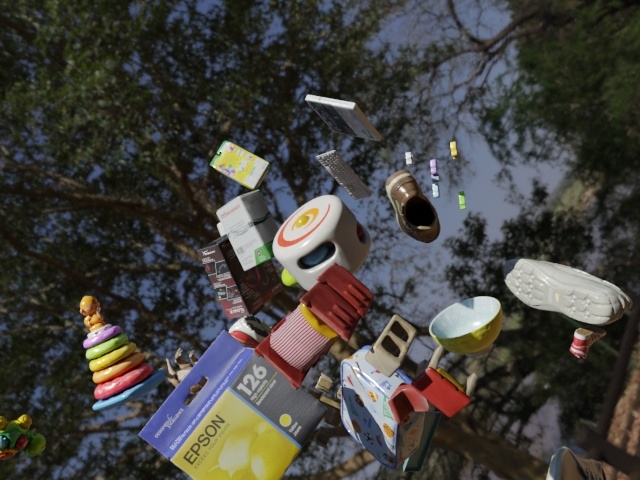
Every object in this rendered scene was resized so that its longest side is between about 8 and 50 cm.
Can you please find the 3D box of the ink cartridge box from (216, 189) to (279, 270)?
[{"bbox_3d":[-0.210,-0.031,1.967,0.087,0.208,0.153,-27,2,-41],"label":"ink cartridge box"}]

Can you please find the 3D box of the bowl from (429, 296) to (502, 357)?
[{"bbox_3d":[0.587,0.359,2.497,0.289,0.156,0.289,-26,14,7],"label":"bowl"}]

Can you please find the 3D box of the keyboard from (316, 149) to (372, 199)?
[{"bbox_3d":[0.082,-0.216,2.165,0.256,0.072,0.014,44,-144,-43],"label":"keyboard"}]

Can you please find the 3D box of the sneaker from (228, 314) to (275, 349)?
[{"bbox_3d":[-0.179,0.318,1.939,0.118,0.107,0.279,-37,-49,12],"label":"sneaker"}]

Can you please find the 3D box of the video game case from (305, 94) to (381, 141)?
[{"bbox_3d":[0.069,-0.358,1.881,0.190,0.173,0.022,37,-106,-54],"label":"video game case"}]

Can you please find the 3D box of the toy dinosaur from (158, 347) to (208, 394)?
[{"bbox_3d":[-0.421,0.475,2.165,0.200,0.295,0.127,57,-133,-33],"label":"toy dinosaur"}]

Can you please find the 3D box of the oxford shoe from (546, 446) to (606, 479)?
[{"bbox_3d":[0.735,0.690,1.845,0.449,0.130,0.169,27,-101,-55],"label":"oxford shoe"}]

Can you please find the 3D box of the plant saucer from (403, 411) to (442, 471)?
[{"bbox_3d":[0.289,0.574,1.843,0.067,0.018,0.192,12,-80,-33],"label":"plant saucer"}]

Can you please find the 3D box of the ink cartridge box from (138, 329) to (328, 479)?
[{"bbox_3d":[-0.187,0.407,1.441,0.303,0.307,0.072,-52,5,-23],"label":"ink cartridge box"}]

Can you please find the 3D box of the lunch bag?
[{"bbox_3d":[0.148,0.418,1.642,0.115,0.243,0.303,-26,-45,-30],"label":"lunch bag"}]

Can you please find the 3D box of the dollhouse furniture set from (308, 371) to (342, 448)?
[{"bbox_3d":[-0.038,0.544,2.175,0.212,0.242,0.161,-64,1,-8],"label":"dollhouse furniture set"}]

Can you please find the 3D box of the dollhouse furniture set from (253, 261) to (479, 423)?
[{"bbox_3d":[0.087,0.243,1.249,0.201,0.374,0.152,-53,-3,38],"label":"dollhouse furniture set"}]

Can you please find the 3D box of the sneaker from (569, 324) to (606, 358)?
[{"bbox_3d":[0.635,0.242,1.534,0.118,0.042,0.067,-2,-70,-39],"label":"sneaker"}]

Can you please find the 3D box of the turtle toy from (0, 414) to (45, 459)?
[{"bbox_3d":[-0.584,0.378,1.217,0.095,0.066,0.130,-38,-32,27],"label":"turtle toy"}]

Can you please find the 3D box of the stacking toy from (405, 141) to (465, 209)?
[{"bbox_3d":[0.375,-0.200,2.100,0.052,0.167,0.221,19,-117,-71],"label":"stacking toy"}]

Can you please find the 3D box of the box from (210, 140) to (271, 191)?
[{"bbox_3d":[-0.266,-0.248,2.125,0.105,0.179,0.043,-59,-10,-6],"label":"box"}]

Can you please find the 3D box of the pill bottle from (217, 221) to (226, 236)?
[{"bbox_3d":[-0.317,0.018,2.595,0.131,0.229,0.131,-21,1,1],"label":"pill bottle"}]

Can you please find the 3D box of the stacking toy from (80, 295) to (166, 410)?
[{"bbox_3d":[-0.569,0.288,1.724,0.165,0.302,0.175,-23,4,29],"label":"stacking toy"}]

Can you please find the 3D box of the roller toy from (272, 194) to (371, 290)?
[{"bbox_3d":[0.000,0.000,1.396,0.146,0.191,0.209,49,-118,-25],"label":"roller toy"}]

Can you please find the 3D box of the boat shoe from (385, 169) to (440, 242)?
[{"bbox_3d":[0.226,-0.053,1.490,0.095,0.095,0.257,-38,-40,7],"label":"boat shoe"}]

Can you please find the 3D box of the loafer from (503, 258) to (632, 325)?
[{"bbox_3d":[0.561,0.112,1.492,0.111,0.319,0.112,-8,-69,-28],"label":"loafer"}]

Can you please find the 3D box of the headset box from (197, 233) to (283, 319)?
[{"bbox_3d":[-0.264,0.116,2.210,0.218,0.110,0.293,-37,-72,-52],"label":"headset box"}]
